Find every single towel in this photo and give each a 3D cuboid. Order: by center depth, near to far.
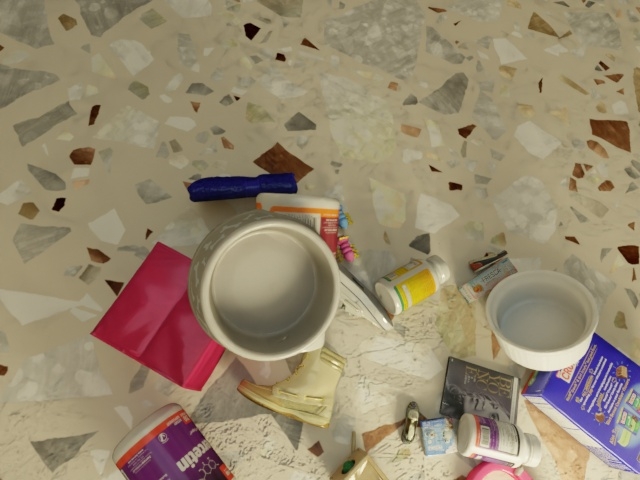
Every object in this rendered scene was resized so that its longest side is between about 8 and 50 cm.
[{"bbox_3d":[-0.227,-0.165,1.266,0.307,0.227,0.077,-6,96,-9],"label":"towel"}]

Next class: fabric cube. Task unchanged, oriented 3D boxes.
[{"bbox_3d":[-0.360,0.203,1.085,0.258,0.254,0.258,28,69,4],"label":"fabric cube"}]

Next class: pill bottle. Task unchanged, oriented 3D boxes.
[{"bbox_3d":[-0.318,0.559,0.986,0.181,0.181,0.323,-39,78,-19],"label":"pill bottle"},{"bbox_3d":[-0.069,0.077,1.126,0.223,0.224,0.393,3,94,-6],"label":"pill bottle"},{"bbox_3d":[0.475,0.537,1.129,0.193,0.108,0.108,13,67,2],"label":"pill bottle"},{"bbox_3d":[0.279,0.126,1.272,0.208,0.118,0.118,-26,74,-16],"label":"pill bottle"}]

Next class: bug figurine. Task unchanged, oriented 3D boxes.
[{"bbox_3d":[0.000,0.000,1.310,0.278,0.072,0.217,-24,74,-16],"label":"bug figurine"}]

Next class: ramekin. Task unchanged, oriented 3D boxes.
[{"bbox_3d":[0.625,0.230,1.206,0.276,0.135,0.277,-16,42,15],"label":"ramekin"}]

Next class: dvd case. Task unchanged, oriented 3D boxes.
[{"bbox_3d":[0.463,0.448,1.221,0.221,0.018,0.165,18,67,0],"label":"dvd case"}]

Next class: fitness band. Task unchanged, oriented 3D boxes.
[{"bbox_3d":[0.502,0.724,1.098,0.208,0.054,0.291,-34,75,-18],"label":"fitness band"}]

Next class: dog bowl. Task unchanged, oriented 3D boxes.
[{"bbox_3d":[-0.113,0.103,0.941,0.348,0.102,0.350,-1,94,-19],"label":"dog bowl"}]

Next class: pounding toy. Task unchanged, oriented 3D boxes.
[{"bbox_3d":[0.098,0.597,1.083,0.130,0.100,0.141,-38,88,-19],"label":"pounding toy"}]

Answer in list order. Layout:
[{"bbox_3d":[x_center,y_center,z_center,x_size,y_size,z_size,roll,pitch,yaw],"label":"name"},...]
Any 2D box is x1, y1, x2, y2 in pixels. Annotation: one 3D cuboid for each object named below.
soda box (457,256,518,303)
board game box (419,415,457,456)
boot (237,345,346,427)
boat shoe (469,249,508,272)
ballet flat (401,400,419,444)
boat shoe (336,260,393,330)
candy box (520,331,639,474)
[{"bbox_3d":[0.527,0.125,1.334,0.183,0.063,0.058,-27,74,-17],"label":"soda box"},{"bbox_3d":[0.323,0.535,1.159,0.090,0.020,0.090,-5,80,-9],"label":"board game box"},{"bbox_3d":[-0.072,0.364,1.142,0.261,0.095,0.204,20,68,-1],"label":"boot"},{"bbox_3d":[0.546,0.059,1.373,0.136,0.049,0.043,-24,71,-11],"label":"boat shoe"},{"bbox_3d":[0.251,0.500,1.161,0.041,0.041,0.115,20,67,1],"label":"ballet flat"},{"bbox_3d":[0.099,0.176,1.240,0.088,0.096,0.267,-43,100,14],"label":"boat shoe"},{"bbox_3d":[0.787,0.437,1.212,0.317,0.122,0.268,40,70,8],"label":"candy box"}]
